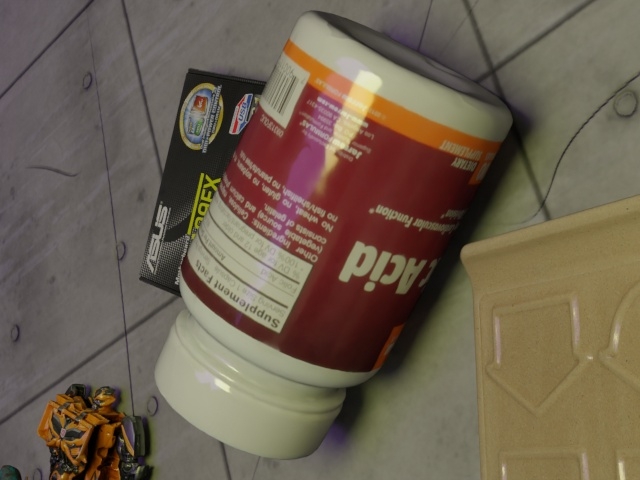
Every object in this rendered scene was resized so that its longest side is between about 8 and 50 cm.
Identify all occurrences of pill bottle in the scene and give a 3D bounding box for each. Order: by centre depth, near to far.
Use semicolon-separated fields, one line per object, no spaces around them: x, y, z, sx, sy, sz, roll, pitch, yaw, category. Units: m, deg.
0.000;0.000;1.086;0.224;0.224;0.392;41;111;41;pill bottle

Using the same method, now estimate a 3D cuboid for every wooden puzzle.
0.241;0.150;0.884;0.322;0.080;0.347;-20;73;60;wooden puzzle

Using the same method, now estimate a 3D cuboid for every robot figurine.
-0.317;0.328;1.439;0.211;0.085;0.291;16;94;44;robot figurine

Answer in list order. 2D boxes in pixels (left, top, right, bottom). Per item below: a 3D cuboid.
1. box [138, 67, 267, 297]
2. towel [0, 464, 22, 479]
-0.102;-0.054;1.312;0.216;0.060;0.270;18;96;44;box
-0.324;0.478;1.266;0.370;0.040;0.271;59;141;43;towel
